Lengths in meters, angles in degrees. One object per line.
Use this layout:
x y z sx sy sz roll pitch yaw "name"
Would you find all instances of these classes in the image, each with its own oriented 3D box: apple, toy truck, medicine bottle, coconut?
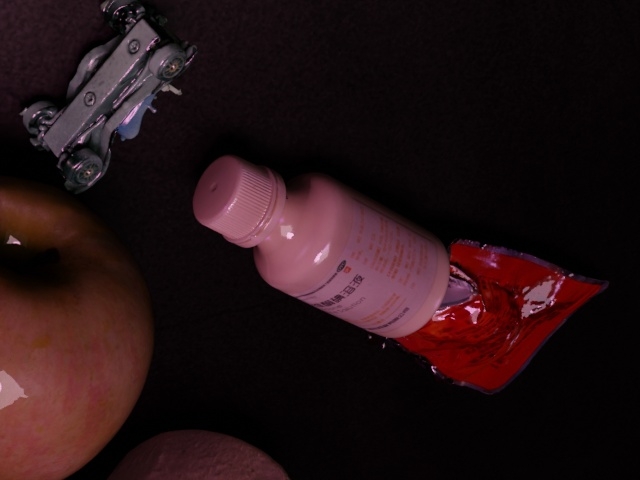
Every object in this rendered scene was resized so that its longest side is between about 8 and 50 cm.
-0.263 0.079 0.962 0.256 0.257 0.234 11 131 -31 "apple"
-0.164 -0.115 0.989 0.154 0.080 0.078 -49 156 15 "toy truck"
0.000 0.000 1.116 0.252 0.114 0.114 28 110 -37 "medicine bottle"
-0.120 0.318 1.221 0.245 0.247 0.245 6 112 15 "coconut"

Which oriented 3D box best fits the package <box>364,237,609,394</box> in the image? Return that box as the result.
0.174 0.082 1.292 0.194 0.071 0.269 -39 137 25 "package"
